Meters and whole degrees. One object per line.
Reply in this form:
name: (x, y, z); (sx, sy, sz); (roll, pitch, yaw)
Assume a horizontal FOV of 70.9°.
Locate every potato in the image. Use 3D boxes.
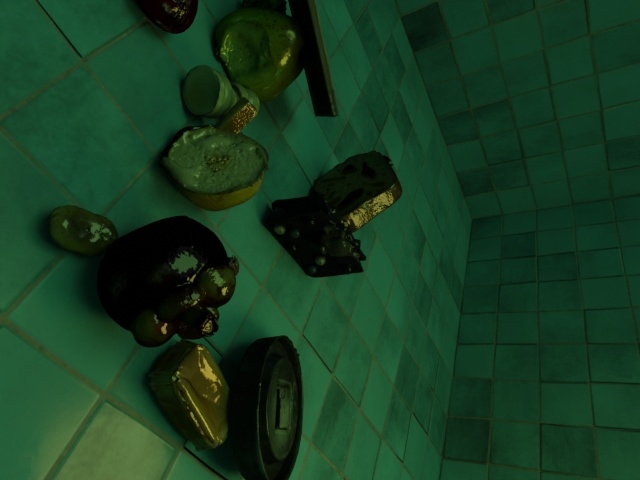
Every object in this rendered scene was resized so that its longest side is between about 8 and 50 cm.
potato: (-0.472, -0.018, 0.891); (0.138, 0.070, 0.092); (31, 59, -50)

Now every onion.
onion: (-0.367, -0.616, 1.088); (0.135, 0.198, 0.173); (-16, 79, -52)

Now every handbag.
handbag: (0.000, 0.000, 1.454); (0.326, 0.269, 0.118); (51, 45, -39)

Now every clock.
clock: (-0.131, 0.452, 1.219); (0.386, 0.076, 0.387); (-4, 90, -76)

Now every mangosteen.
mangosteen: (-0.304, 0.083, 0.927); (0.287, 0.287, 0.233); (-36, 124, -55)

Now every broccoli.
broccoli: (-0.172, -0.720, 1.470); (0.195, 0.195, 0.156); (-20, 142, -58)

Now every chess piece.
chess piece: (-0.265, -0.401, 1.281); (0.243, 0.133, 0.133); (-10, 91, -65)

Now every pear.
pear: (-0.266, -0.153, 1.153); (0.178, 0.266, 0.267); (102, 10, -47)
pear: (-0.163, -0.566, 1.359); (0.293, 0.292, 0.159); (65, 26, -25)

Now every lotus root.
lotus root: (0.115, -0.169, 1.603); (0.111, 0.374, 0.391); (54, 53, -30)

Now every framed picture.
framed picture: (-0.030, -0.606, 1.387); (0.326, 0.028, 0.447); (-122, -163, -71)

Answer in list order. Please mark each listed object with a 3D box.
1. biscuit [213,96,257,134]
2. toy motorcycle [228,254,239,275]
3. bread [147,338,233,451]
biscuit: (-0.253, -0.305, 1.213); (0.052, 0.188, 0.056); (39, 14, -42)
toy motorcycle: (-0.286, 0.055, 1.163); (0.212, 0.084, 0.118); (52, 51, -32)
bread: (-0.293, 0.363, 1.052); (0.136, 0.106, 0.241); (-53, 127, -53)
